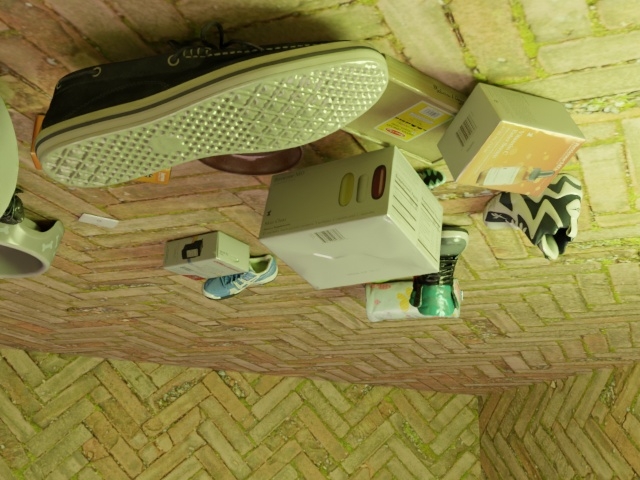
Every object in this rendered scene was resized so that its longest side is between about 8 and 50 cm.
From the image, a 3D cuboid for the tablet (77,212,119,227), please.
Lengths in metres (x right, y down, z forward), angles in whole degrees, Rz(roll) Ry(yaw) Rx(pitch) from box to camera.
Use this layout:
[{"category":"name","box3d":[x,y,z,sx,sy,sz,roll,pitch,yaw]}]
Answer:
[{"category":"tablet","box3d":[-0.515,-0.045,1.705,0.083,0.006,0.054,12,157,-28]}]

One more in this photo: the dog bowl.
[{"category":"dog bowl","box3d":[-0.782,-0.003,1.708,0.349,0.102,0.348,2,160,1]}]

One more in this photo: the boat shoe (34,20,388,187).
[{"category":"boat shoe","box3d":[-0.157,-0.208,1.030,0.501,0.155,0.186,-13,153,6]}]

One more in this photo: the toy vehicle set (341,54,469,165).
[{"category":"toy vehicle set","box3d":[0.146,-0.199,1.180,0.267,0.035,0.166,17,155,-35]}]

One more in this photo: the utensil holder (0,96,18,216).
[{"category":"utensil holder","box3d":[-0.699,-0.117,1.079,0.386,0.327,0.327,-10,157,21]}]

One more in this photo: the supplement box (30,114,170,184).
[{"category":"supplement box","box3d":[-0.376,-0.157,1.283,0.234,0.080,0.078,4,162,-12]}]

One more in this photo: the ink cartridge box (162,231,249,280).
[{"category":"ink cartridge box","box3d":[-0.280,0.041,1.822,0.175,0.072,0.127,-11,157,30]}]

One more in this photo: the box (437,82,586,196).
[{"category":"box","box3d":[0.293,-0.152,1.136,0.171,0.091,0.130,6,136,-26]}]

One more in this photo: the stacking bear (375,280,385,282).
[{"category":"stacking bear","box3d":[0.117,0.019,1.626,0.176,0.164,0.289,3,164,-3]}]

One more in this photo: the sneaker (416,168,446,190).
[{"category":"sneaker","box3d":[0.209,-0.109,1.427,0.098,0.038,0.069,-2,164,37]}]

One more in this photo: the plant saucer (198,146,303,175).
[{"category":"plant saucer","box3d":[-0.128,-0.169,1.286,0.199,0.036,0.198,2,159,1]}]

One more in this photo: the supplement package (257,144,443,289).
[{"category":"supplement package","box3d":[0.058,-0.033,1.331,0.262,0.145,0.204,-11,144,31]}]

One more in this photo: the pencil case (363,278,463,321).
[{"category":"pencil case","box3d":[0.259,0.169,2.071,0.273,0.113,0.124,-5,169,18]}]

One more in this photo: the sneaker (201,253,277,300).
[{"category":"sneaker","box3d":[-0.210,0.087,1.898,0.211,0.080,0.081,-23,155,-20]}]

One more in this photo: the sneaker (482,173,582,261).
[{"category":"sneaker","box3d":[0.420,-0.023,1.468,0.094,0.153,0.235,20,153,-37]}]

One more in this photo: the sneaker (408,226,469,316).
[{"category":"sneaker","box3d":[0.281,0.089,1.752,0.124,0.178,0.295,3,160,-2]}]

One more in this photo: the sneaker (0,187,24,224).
[{"category":"sneaker","box3d":[-0.652,-0.093,1.476,0.130,0.087,0.227,10,161,-27]}]
